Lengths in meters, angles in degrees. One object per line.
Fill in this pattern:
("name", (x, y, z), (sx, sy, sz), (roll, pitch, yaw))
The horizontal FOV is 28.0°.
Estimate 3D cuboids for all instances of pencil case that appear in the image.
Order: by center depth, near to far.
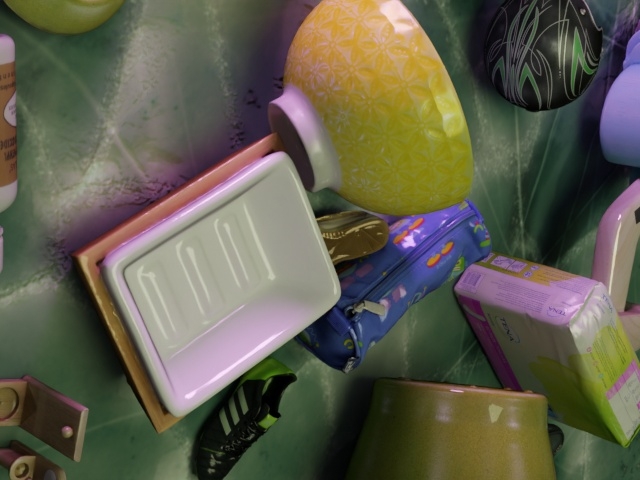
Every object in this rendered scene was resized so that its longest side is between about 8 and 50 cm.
("pencil case", (0.096, 0.046, 1.676), (0.306, 0.133, 0.119), (-37, 92, -31))

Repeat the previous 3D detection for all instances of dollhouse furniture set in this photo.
("dollhouse furniture set", (-0.344, 0.226, 1.314), (0.151, 0.123, 0.144), (4, 99, -44))

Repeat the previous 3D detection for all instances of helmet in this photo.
("helmet", (0.302, -0.264, 1.755), (0.161, 0.169, 0.169), (21, 87, -61))

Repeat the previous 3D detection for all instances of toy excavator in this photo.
("toy excavator", (0.514, -0.103, 1.957), (0.445, 0.222, 0.433), (-31, 121, -34))

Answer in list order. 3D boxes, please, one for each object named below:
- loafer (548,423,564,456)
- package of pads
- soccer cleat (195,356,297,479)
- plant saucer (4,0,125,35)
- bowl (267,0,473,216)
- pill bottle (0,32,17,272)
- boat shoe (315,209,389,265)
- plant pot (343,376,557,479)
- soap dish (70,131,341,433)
("loafer", (0.314, 0.356, 2.008), (0.223, 0.078, 0.076), (-24, 118, -37))
("package of pads", (0.347, 0.160, 1.876), (0.101, 0.229, 0.296), (-49, 130, -22))
("soccer cleat", (-0.094, 0.226, 1.587), (0.060, 0.072, 0.179), (41, 74, -42))
("plant saucer", (-0.244, -0.324, 1.262), (0.241, 0.037, 0.241), (-7, 99, -55))
("bowl", (0.033, -0.139, 1.478), (0.156, 0.289, 0.289), (-26, 121, -15))
("pill bottle", (-0.353, -0.080, 1.209), (0.131, 0.131, 0.229), (-10, 109, -41))
("boat shoe", (0.000, 0.000, 1.620), (0.170, 0.059, 0.063), (-11, 117, -19))
("plant pot", (0.174, 0.367, 1.721), (0.366, 0.366, 0.353), (10, 84, -45))
("soap dish", (-0.129, 0.041, 1.452), (0.291, 0.118, 0.229), (-36, 117, -31))
